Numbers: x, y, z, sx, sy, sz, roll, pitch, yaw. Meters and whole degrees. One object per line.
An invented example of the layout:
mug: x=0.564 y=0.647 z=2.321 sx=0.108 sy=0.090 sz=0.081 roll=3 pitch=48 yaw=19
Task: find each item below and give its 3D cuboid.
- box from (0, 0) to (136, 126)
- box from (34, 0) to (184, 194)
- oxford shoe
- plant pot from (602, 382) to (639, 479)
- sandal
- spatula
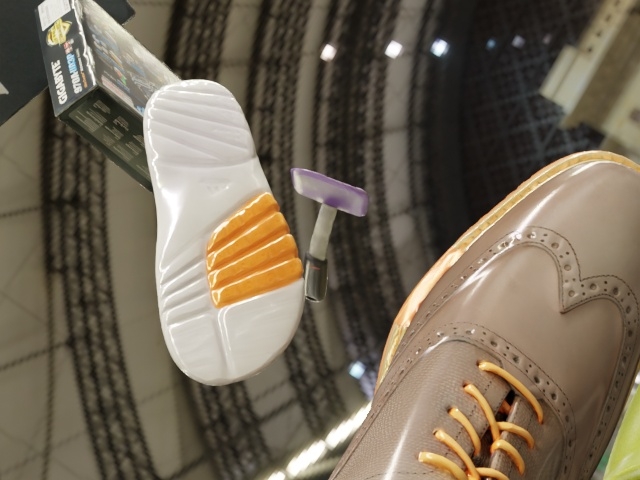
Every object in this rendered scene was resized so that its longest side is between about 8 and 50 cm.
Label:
box: x=-0.419 y=-0.303 z=1.553 sx=0.212 sy=0.293 sz=0.395 roll=-42 pitch=18 yaw=-11
box: x=-0.170 y=-0.123 z=1.280 sx=0.051 sy=0.175 sz=0.220 roll=-36 pitch=-46 yaw=14
oxford shoe: x=0.075 y=0.107 z=0.639 sx=0.364 sy=0.130 sz=0.133 roll=-57 pitch=3 yaw=-12
plant pot: x=0.441 y=0.254 z=1.358 sx=0.353 sy=0.366 sz=0.367 roll=-31 pitch=-30 yaw=-49
sandal: x=-0.072 y=-0.003 z=0.984 sx=0.076 sy=0.101 sz=0.265 roll=88 pitch=172 yaw=-54
spatula: x=0.000 y=0.000 z=1.433 sx=0.296 sy=0.084 sz=0.030 roll=101 pitch=-168 yaw=-61
